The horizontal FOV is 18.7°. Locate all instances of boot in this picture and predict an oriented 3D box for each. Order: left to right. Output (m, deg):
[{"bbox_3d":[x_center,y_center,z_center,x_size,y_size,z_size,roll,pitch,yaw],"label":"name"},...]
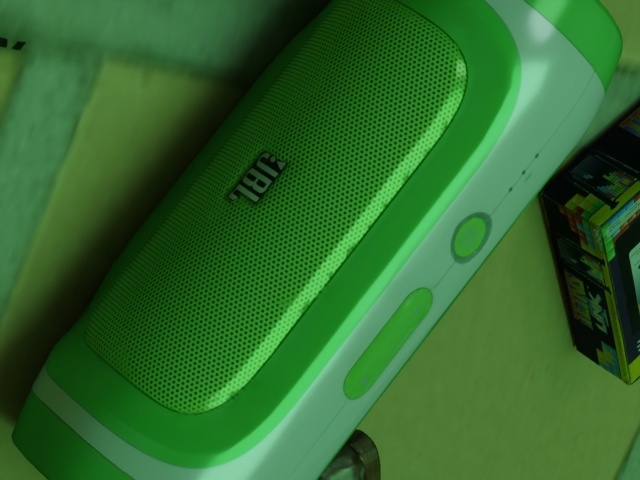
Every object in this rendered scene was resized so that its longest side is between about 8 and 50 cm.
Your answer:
[{"bbox_3d":[-0.015,0.164,1.011,0.114,0.037,0.106,-29,121,-33],"label":"boot"}]

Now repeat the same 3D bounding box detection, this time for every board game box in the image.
[{"bbox_3d":[0.207,-0.023,1.099,0.170,0.048,0.141,-40,140,-19],"label":"board game box"}]

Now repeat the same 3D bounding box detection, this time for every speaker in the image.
[{"bbox_3d":[0.000,0.000,0.840,0.296,0.131,0.131,-52,141,-4],"label":"speaker"}]
